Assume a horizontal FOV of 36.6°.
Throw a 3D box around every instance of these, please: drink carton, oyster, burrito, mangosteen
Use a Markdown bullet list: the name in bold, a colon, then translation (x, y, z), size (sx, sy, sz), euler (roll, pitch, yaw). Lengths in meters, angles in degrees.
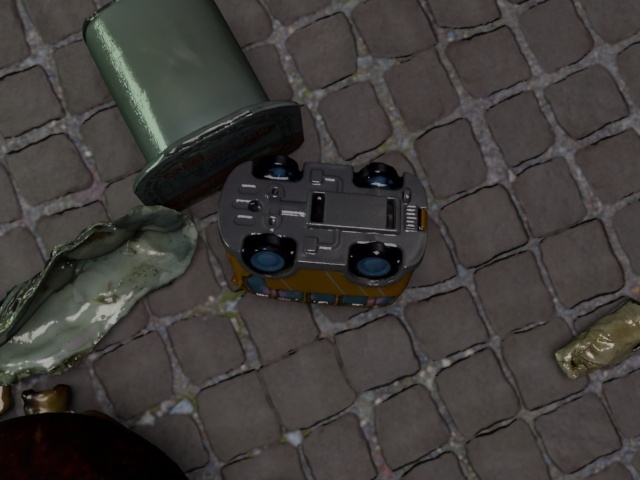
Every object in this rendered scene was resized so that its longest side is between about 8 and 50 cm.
- **drink carton**: translation (-0.134, -0.158, 1.000), size (0.186, 0.191, 0.189), euler (-24, 80, -2)
- **oyster**: translation (-0.249, 0.057, 1.011), size (0.252, 0.199, 0.087), euler (-52, 56, 24)
- **burrito**: translation (0.324, 0.104, 1.057), size (0.149, 0.041, 0.055), euler (-26, 100, -7)
- **mangosteen**: translation (-0.259, 0.296, 0.915), size (0.293, 0.297, 0.297), euler (17, 83, 42)

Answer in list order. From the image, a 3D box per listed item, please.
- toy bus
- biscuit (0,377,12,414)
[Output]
- **toy bus**: translation (0.000, 0.000, 1.006), size (0.210, 0.136, 0.126), euler (5, 56, -1)
- **biscuit**: translation (-0.447, 0.207, 1.026), size (0.184, 0.035, 0.249), euler (39, 84, 2)
